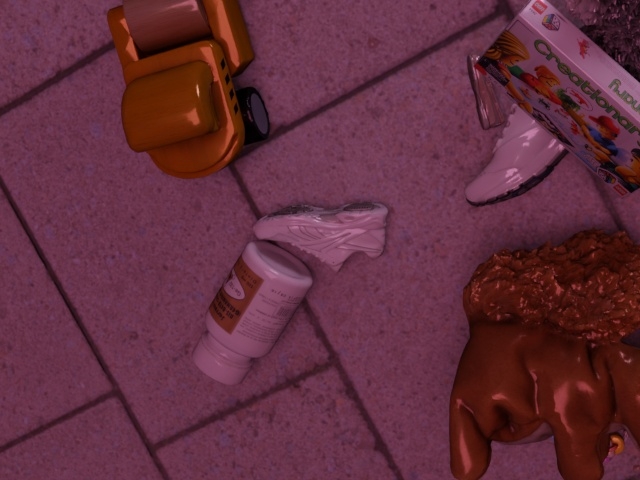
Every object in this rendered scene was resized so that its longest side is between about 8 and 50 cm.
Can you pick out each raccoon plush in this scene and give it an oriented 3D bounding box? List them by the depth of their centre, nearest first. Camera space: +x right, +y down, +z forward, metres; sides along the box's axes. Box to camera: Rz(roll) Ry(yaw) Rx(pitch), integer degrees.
[{"bbox_3d":[0.528,-0.302,1.642,0.447,0.299,0.216,22,75,15],"label":"raccoon plush"}]

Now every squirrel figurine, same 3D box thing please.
[{"bbox_3d":[0.413,0.176,1.797,0.371,0.281,0.396,-3,88,30],"label":"squirrel figurine"}]

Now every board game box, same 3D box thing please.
[{"bbox_3d":[0.376,-0.201,1.695,0.305,0.193,0.053,42,72,1],"label":"board game box"}]

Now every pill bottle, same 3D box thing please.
[{"bbox_3d":[-0.122,0.126,2.009,0.131,0.131,0.229,33,107,5],"label":"pill bottle"}]

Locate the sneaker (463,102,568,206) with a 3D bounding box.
[{"bbox_3d":[0.338,-0.167,1.865,0.297,0.111,0.129,-41,81,10],"label":"sneaker"}]

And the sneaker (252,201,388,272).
[{"bbox_3d":[0.000,0.000,1.978,0.232,0.090,0.115,-1,105,14],"label":"sneaker"}]

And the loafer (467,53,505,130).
[{"bbox_3d":[0.265,-0.241,1.891,0.039,0.045,0.125,-15,105,-1],"label":"loafer"}]

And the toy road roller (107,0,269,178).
[{"bbox_3d":[-0.227,-0.262,1.895,0.203,0.240,0.329,-14,98,15],"label":"toy road roller"}]

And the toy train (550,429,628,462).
[{"bbox_3d":[0.463,0.302,1.952,0.166,0.046,0.125,-43,90,18],"label":"toy train"}]
